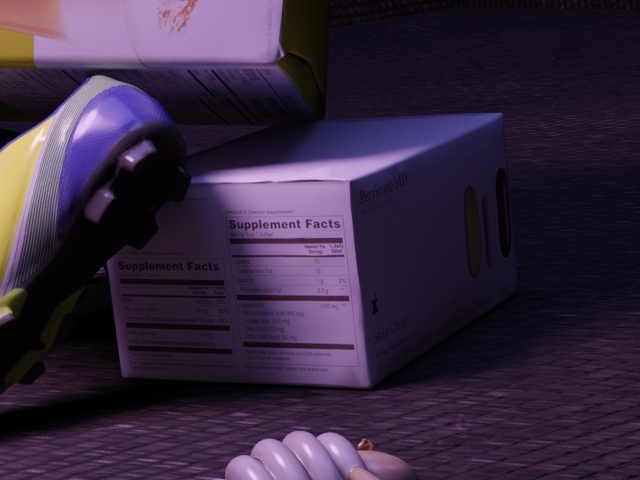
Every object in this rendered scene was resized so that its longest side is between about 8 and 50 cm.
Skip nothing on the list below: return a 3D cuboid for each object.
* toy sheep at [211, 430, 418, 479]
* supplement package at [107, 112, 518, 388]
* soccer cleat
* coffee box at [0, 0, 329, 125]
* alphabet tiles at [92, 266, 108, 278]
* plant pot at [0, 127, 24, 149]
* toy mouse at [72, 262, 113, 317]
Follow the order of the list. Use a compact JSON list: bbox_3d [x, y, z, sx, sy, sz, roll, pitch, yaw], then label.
[{"bbox_3d":[-0.014,0.133,0.882,0.132,0.091,0.091,-17,14,-17],"label":"toy sheep"},{"bbox_3d":[0.000,0.000,1.378,0.204,0.145,0.262,-1,13,29],"label":"supplement package"},{"bbox_3d":[-0.209,0.010,1.259,0.121,0.289,0.093,45,2,37],"label":"soccer cleat"},{"bbox_3d":[-0.165,-0.272,1.432,0.334,0.337,0.338,1,-4,5],"label":"coffee box"},{"bbox_3d":[-0.198,0.011,1.780,0.237,0.009,0.198,-5,12,8],"label":"alphabet tiles"},{"bbox_3d":[-0.329,0.006,1.481,0.188,0.167,0.187,-13,14,-26],"label":"plant pot"},{"bbox_3d":[-0.204,0.042,1.571,0.161,0.031,0.143,4,15,43],"label":"toy mouse"}]
